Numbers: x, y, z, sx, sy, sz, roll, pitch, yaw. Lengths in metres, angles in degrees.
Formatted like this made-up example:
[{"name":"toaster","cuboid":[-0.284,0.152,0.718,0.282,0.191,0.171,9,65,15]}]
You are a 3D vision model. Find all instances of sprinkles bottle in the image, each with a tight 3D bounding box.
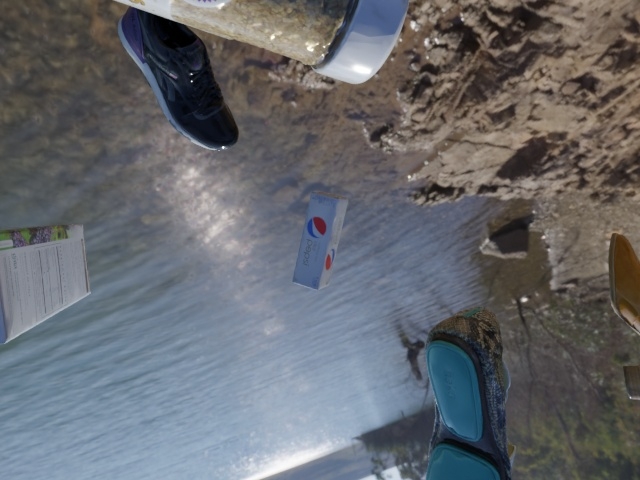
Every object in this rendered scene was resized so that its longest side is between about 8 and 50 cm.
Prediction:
[{"name":"sprinkles bottle","cuboid":[-0.103,-0.239,0.413,0.355,0.121,0.121,11,146,-23]}]

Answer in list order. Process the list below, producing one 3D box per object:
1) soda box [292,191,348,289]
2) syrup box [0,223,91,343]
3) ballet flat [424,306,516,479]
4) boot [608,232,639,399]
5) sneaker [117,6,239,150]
[{"name":"soda box","cuboid":[0.000,0.000,1.153,0.069,0.216,0.074,17,-169,20]},{"name":"syrup box","cuboid":[-0.320,0.035,0.511,0.093,0.096,0.237,-5,-175,-8]},{"name":"ballet flat","cuboid":[0.287,0.341,0.914,0.164,0.483,0.182,13,-153,44]},{"name":"boot","cuboid":[0.591,0.116,0.797,0.211,0.295,0.104,-13,162,37]},{"name":"sneaker","cuboid":[-0.230,-0.281,0.864,0.124,0.283,0.107,-5,-143,54]}]
